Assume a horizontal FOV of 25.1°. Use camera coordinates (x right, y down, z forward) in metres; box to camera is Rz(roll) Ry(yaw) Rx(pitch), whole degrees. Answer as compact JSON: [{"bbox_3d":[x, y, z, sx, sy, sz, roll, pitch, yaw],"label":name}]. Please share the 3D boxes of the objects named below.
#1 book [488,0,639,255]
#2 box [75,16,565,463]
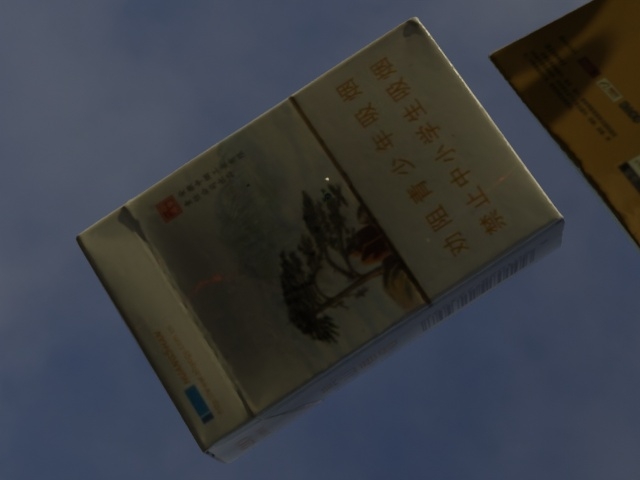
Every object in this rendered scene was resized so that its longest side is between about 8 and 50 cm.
[{"bbox_3d":[0.344,-0.151,1.036,0.388,0.032,0.269,-28,-135,1],"label":"book"},{"bbox_3d":[-0.001,0.001,0.806,0.233,0.067,0.149,-33,-109,-2],"label":"box"}]
